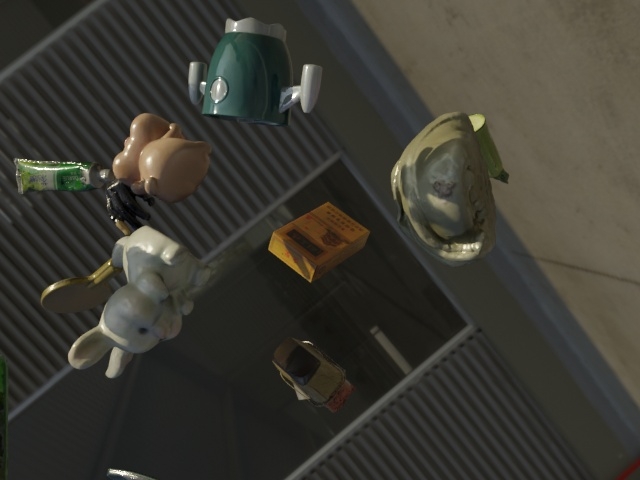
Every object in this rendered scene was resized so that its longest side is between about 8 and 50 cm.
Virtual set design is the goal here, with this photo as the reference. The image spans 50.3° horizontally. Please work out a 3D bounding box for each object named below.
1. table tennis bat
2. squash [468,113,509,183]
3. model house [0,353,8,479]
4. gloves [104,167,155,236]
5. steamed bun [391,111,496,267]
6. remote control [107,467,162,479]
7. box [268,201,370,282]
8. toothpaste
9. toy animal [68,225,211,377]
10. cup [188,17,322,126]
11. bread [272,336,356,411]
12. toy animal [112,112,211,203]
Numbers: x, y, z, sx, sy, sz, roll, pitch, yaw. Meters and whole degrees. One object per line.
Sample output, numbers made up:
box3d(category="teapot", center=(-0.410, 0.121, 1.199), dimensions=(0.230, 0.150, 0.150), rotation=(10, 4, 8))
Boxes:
box3d(category="table tennis bat", center=(-0.705, 0.144, 2.061), dimensions=(0.198, 0.321, 0.050), rotation=(20, -136, -49))
box3d(category="squash", center=(0.446, -0.231, 1.827), dimensions=(0.224, 0.094, 0.094), rotation=(49, 178, -29))
box3d(category="model house", center=(-0.700, 0.336, 1.016), dimensions=(0.323, 0.340, 0.300), rotation=(-43, -42, -82))
box3d(category="gloves", center=(-0.508, -0.103, 1.773), dimensions=(0.106, 0.129, 0.180), rotation=(31, -126, -59))
box3d(category="steamed bun", center=(0.262, -0.099, 1.517), dimensions=(0.324, 0.219, 0.309), rotation=(-68, -39, -51))
box3d(category="remote control", center=(-0.524, 0.691, 1.966), dimensions=(0.222, 0.042, 0.072), rotation=(1, 149, 31))
box3d(category="box", center=(0.000, 0.000, 2.047), dimensions=(0.174, 0.274, 0.076), rotation=(36, 130, 21))
box3d(category="toothpaste", center=(-0.511, -0.128, 1.350), dimensions=(0.047, 0.248, 0.078), rotation=(-29, -61, -62))
box3d(category="toy animal", center=(-0.441, 0.151, 1.624), dimensions=(0.241, 0.367, 0.196), rotation=(13, 164, 29))
box3d(category="cup", center=(-0.124, -0.298, 1.214), dimensions=(0.300, 0.173, 0.167), rotation=(12, -171, 33))
box3d(category="bread", center=(-0.019, 0.369, 1.835), dimensions=(0.224, 0.142, 0.212), rotation=(30, 166, 48))
box3d(category="toy animal", center=(-0.326, -0.168, 1.394), dimensions=(0.198, 0.171, 0.171), rotation=(31, 163, 44))
